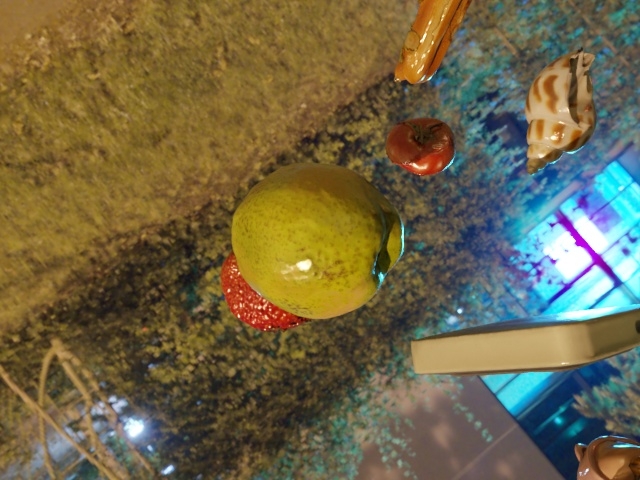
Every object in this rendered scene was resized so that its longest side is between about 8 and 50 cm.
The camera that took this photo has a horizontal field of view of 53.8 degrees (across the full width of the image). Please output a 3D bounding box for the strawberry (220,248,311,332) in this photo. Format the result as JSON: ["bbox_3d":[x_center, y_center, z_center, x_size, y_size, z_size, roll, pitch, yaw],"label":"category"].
[{"bbox_3d":[-0.154,0.129,1.826,0.250,0.288,0.238,-39,-152,-19],"label":"strawberry"}]

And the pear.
[{"bbox_3d":[0.000,0.000,1.425,0.391,0.391,0.391,-40,176,-4],"label":"pear"}]

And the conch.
[{"bbox_3d":[0.534,-0.284,1.418,0.183,0.274,0.149,12,173,-40],"label":"conch"}]

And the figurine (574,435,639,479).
[{"bbox_3d":[0.544,0.449,1.081,0.287,0.176,0.186,-58,166,-58],"label":"figurine"}]

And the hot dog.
[{"bbox_3d":[0.205,-0.392,1.108,0.109,0.072,0.269,-24,146,-55],"label":"hot dog"}]

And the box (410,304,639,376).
[{"bbox_3d":[0.412,0.193,1.205,0.367,0.090,0.373,-2,169,-40],"label":"box"}]

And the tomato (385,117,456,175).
[{"bbox_3d":[0.316,-0.303,1.922,0.228,0.228,0.101,-38,154,-29],"label":"tomato"}]
